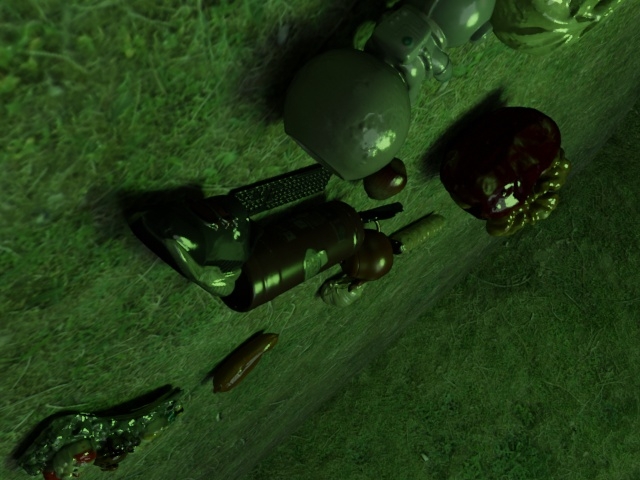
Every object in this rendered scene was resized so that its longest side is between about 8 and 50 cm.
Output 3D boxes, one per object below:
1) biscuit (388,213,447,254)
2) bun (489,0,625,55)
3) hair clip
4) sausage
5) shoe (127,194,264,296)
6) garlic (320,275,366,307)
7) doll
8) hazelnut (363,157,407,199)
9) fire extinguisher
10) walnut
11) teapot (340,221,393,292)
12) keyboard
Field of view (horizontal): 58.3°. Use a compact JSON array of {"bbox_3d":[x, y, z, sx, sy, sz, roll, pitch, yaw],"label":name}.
[{"bbox_3d":[0.247,-0.015,1.466,0.219,0.061,0.055,-28,111,-44],"label":"biscuit"},{"bbox_3d":[0.343,-0.370,0.769,0.259,0.160,0.259,-41,160,-19],"label":"bun"},{"bbox_3d":[-0.340,0.332,0.961,0.138,0.091,0.321,-47,160,16],"label":"hair clip"},{"bbox_3d":[-0.163,0.256,1.219,0.183,0.054,0.062,-43,-167,-7],"label":"sausage"},{"bbox_3d":[-0.134,-0.010,0.670,0.112,0.099,0.227,-49,163,-9],"label":"shoe"},{"bbox_3d":[0.055,0.115,1.332,0.113,0.074,0.094,-31,173,11],"label":"garlic"},{"bbox_3d":[0.084,-0.203,0.633,0.287,0.151,0.151,-49,161,2],"label":"doll"},{"bbox_3d":[0.106,-0.105,0.969,0.086,0.086,0.086,-38,160,-16],"label":"hazelnut"},{"bbox_3d":[0.000,0.000,0.900,0.344,0.102,0.138,-25,-169,-41],"label":"fire extinguisher"},{"bbox_3d":[0.393,-0.152,1.191,0.269,0.244,0.222,-48,160,-2],"label":"walnut"},{"bbox_3d":[0.082,0.027,1.175,0.116,0.116,0.173,-25,127,-44],"label":"teapot"},{"bbox_3d":[-0.054,-0.070,0.814,0.204,0.013,0.061,-24,152,-44],"label":"keyboard"}]
